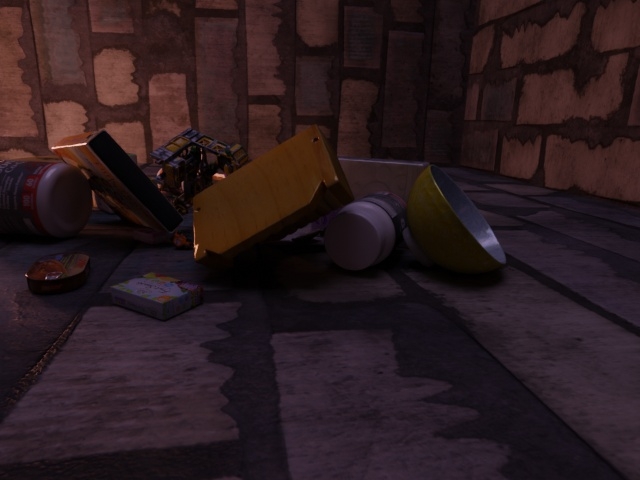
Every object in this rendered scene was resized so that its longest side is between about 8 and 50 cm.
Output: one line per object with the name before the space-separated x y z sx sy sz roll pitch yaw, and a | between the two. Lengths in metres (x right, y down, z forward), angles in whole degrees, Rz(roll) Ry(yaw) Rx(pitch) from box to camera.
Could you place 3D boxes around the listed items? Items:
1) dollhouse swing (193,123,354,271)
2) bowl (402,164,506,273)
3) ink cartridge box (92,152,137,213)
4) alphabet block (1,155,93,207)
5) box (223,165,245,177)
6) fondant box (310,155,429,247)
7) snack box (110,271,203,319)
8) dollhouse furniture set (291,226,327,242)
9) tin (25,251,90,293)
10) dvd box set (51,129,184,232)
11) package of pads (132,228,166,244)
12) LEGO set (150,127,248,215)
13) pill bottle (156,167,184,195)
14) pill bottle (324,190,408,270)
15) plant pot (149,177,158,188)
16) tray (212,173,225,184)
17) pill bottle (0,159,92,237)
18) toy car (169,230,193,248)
dollhouse swing | -0.074 -0.043 1.116 0.346 0.305 0.315 -28 44 11
bowl | 0.294 -0.023 1.113 0.156 0.290 0.289 -38 -2 25
ink cartridge box | -0.809 -0.233 1.728 0.353 0.207 0.119 16 22 42
alphabet block | -0.937 -0.190 1.595 0.193 0.193 0.197 7 15 14
box | -0.160 -0.163 1.570 0.293 0.057 0.200 30 -7 -41
fondant box | 0.139 -0.118 1.351 0.330 0.239 0.096 8 17 23
snack box | -0.307 0.102 0.868 0.141 0.037 0.100 10 18 28
dollhouse furniture set | 0.000 0.000 1.312 0.151 0.059 0.076 -11 12 38
tin | -0.551 0.066 0.981 0.106 0.040 0.189 -7 17 -17
dvd box set | -0.587 -0.166 1.317 0.420 0.308 0.062 12 55 49
package of pads | -0.474 -0.012 1.281 0.083 0.032 0.050 11 13 29
LEGO set | -0.350 -0.142 1.310 0.254 0.331 0.192 32 48 7
pill bottle | -0.587 -0.252 1.994 0.221 0.121 0.121 9 16 23
pill bottle | 0.123 -0.027 1.160 0.161 0.162 0.283 8 17 21
plant pot | -0.716 -0.222 1.947 0.083 0.079 0.083 2 15 -1
tray | -0.434 -0.251 2.103 0.410 0.076 0.202 8 17 26
pill bottle | -0.867 -0.121 1.304 0.362 0.211 0.210 3 15 8
toy car | -0.383 0.005 1.262 0.041 0.060 0.122 -51 15 -15
